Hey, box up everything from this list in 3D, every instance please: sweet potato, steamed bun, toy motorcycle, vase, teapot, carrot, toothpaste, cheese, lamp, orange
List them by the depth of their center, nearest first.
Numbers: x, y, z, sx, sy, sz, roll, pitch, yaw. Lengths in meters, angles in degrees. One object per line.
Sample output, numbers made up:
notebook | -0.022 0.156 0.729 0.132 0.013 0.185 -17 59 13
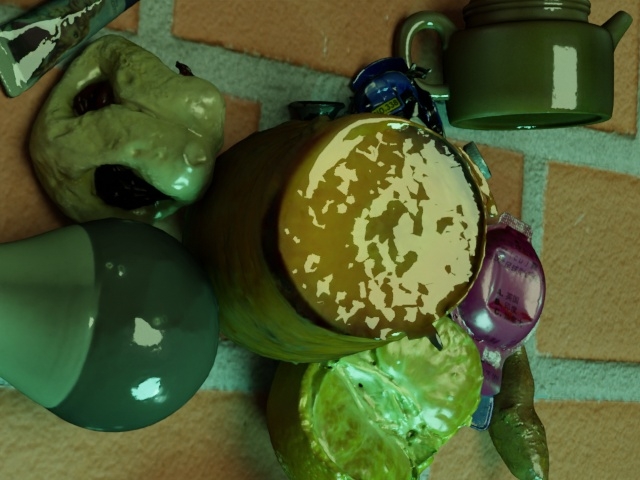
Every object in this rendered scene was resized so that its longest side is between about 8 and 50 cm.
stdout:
lamp | -0.229 0.042 1.416 0.314 0.182 0.181 29 69 -24
steamed bun | -0.151 -0.091 1.486 0.141 0.155 0.172 42 63 -38
carrot | 0.000 0.000 1.494 0.224 0.341 0.224 1 87 -13
toothpaste | -0.210 -0.205 1.511 0.216 0.037 0.062 -40 119 -32
orange | 0.040 0.160 1.678 0.237 0.158 0.179 -51 118 -28
vase | -0.005 -0.057 1.702 0.059 0.059 0.167 3 88 -45
toy motorcycle | 0.085 -0.111 1.706 0.168 0.113 0.315 63 6 2
teapot | 0.212 -0.212 1.842 0.268 0.185 0.175 -1 85 -10
cheese | 0.189 0.089 1.894 0.155 0.062 0.244 24 75 -36
sweet potato | 0.218 0.188 1.936 0.068 0.068 0.226 7 66 -45
